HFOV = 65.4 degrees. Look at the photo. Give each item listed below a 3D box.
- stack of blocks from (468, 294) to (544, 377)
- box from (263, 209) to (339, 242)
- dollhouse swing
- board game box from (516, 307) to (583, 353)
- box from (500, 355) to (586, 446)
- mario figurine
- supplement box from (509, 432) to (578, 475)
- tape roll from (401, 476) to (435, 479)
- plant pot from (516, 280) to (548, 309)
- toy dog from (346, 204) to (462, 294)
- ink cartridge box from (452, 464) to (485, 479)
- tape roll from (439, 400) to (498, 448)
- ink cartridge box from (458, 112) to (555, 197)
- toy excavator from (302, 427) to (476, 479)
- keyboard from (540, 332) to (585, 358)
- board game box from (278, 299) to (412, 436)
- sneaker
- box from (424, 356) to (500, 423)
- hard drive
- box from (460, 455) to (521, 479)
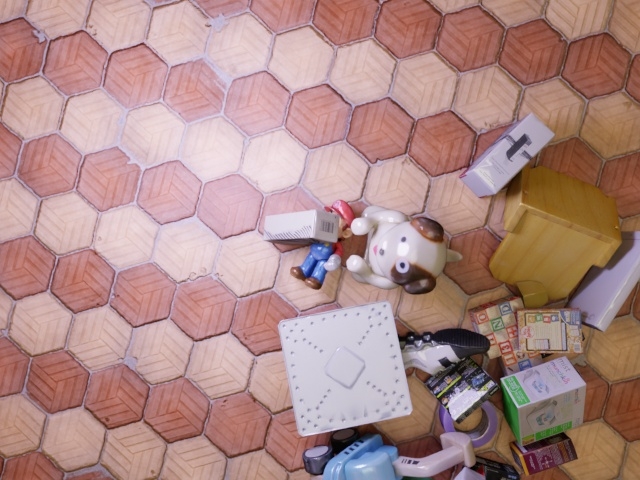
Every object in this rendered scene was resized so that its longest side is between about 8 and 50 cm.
[{"bbox_3d":[0.656,0.360,1.751,0.171,0.087,0.297,-20,90,2],"label":"stack of blocks"},{"bbox_3d":[-0.069,-0.040,1.672,0.113,0.275,0.094,12,80,-39],"label":"box"},{"bbox_3d":[0.794,-0.025,1.759,0.347,0.304,0.315,21,50,2],"label":"dollhouse swing"},{"bbox_3d":[0.759,0.299,1.655,0.194,0.045,0.146,-3,91,18],"label":"board game box"},{"bbox_3d":[0.744,0.540,1.671,0.231,0.126,0.261,-19,129,2],"label":"box"},{"bbox_3d":[0.000,0.000,1.728,0.198,0.170,0.320,27,93,3],"label":"mario figurine"},{"bbox_3d":[0.777,0.736,1.743,0.188,0.104,0.080,-19,91,2],"label":"supplement box"},{"bbox_3d":[0.342,1.010,1.771,0.322,0.077,0.320,0,90,1],"label":"tape roll"},{"bbox_3d":[0.736,0.187,1.723,0.083,0.081,0.081,-17,120,11],"label":"plant pot"},{"bbox_3d":[0.272,0.052,1.599,0.396,0.408,0.284,20,91,2],"label":"toy dog"},{"bbox_3d":[0.379,0.828,1.551,0.091,0.385,0.308,41,95,19],"label":"ink cartridge box"},{"bbox_3d":[0.521,0.626,1.761,0.189,0.080,0.188,0,90,2],"label":"tape roll"},{"bbox_3d":[0.626,-0.283,1.692,0.273,0.197,0.114,-44,89,1],"label":"ink cartridge box"},{"bbox_3d":[0.232,0.759,1.649,0.445,0.433,0.222,-12,90,43],"label":"toy excavator"},{"bbox_3d":[0.843,0.344,1.779,0.180,0.023,0.108,-24,90,1],"label":"keyboard"},{"bbox_3d":[0.082,0.429,1.698,0.390,0.050,0.389,-11,86,-2],"label":"board game box"},{"bbox_3d":[0.425,0.395,1.736,0.331,0.122,0.146,-7,106,22],"label":"sneaker"},{"bbox_3d":[0.485,0.500,1.718,0.191,0.184,0.045,-42,131,1],"label":"box"},{"bbox_3d":[0.968,0.128,1.668,0.047,0.233,0.353,32,91,0],"label":"hard drive"},{"bbox_3d":[0.590,0.859,1.762,0.180,0.077,0.147,16,91,1],"label":"box"}]
